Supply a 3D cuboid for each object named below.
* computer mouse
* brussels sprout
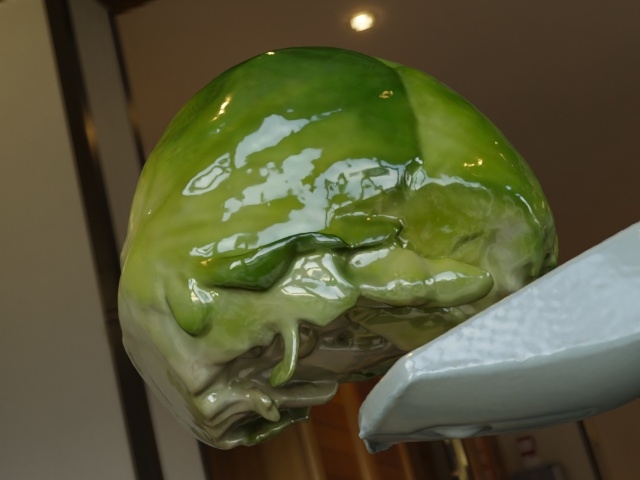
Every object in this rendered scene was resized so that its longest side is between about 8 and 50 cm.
[{"bbox_3d":[0.126,0.064,0.624,0.231,0.079,0.128,-26,-22,-13],"label":"computer mouse"},{"bbox_3d":[0.000,0.000,0.963,0.371,0.315,0.276,-28,-30,-24],"label":"brussels sprout"}]
